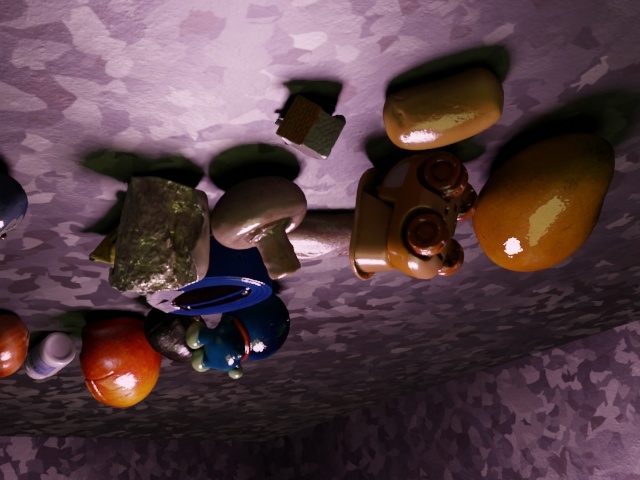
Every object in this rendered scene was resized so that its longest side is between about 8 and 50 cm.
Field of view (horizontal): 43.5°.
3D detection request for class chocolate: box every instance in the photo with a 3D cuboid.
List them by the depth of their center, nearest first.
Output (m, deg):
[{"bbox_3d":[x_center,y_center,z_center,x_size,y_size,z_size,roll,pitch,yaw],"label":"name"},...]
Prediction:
[{"bbox_3d":[0.001,0.001,1.895,0.262,0.083,0.161,-3,155,-11],"label":"chocolate"}]

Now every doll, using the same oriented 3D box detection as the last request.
[{"bbox_3d":[-0.665,-0.048,1.472,0.259,0.153,0.228,-4,-169,8],"label":"doll"},{"bbox_3d":[-0.204,0.249,2.190,0.186,0.198,0.322,10,-146,34],"label":"doll"}]

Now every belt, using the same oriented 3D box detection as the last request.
[{"bbox_3d":[-0.262,0.088,1.902,0.347,0.117,0.212,-16,151,37],"label":"belt"}]

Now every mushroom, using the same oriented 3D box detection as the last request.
[{"bbox_3d":[-0.128,-0.029,1.641,0.207,0.209,0.206,6,174,1],"label":"mushroom"}]

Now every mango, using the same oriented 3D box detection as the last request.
[{"bbox_3d":[0.473,-0.083,1.707,0.264,0.221,0.378,3,144,-19],"label":"mango"}]

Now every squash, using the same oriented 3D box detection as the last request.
[{"bbox_3d":[-0.397,0.253,2.218,0.156,0.193,0.193,-36,159,-9],"label":"squash"}]

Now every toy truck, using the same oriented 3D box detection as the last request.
[{"bbox_3d":[0.193,-0.046,1.645,0.212,0.287,0.204,10,166,24],"label":"toy truck"}]

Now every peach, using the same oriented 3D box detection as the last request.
[{"bbox_3d":[-0.578,0.329,2.297,0.245,0.249,0.274,-40,146,-14],"label":"peach"}]

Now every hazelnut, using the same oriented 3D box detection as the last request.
[{"bbox_3d":[-0.872,0.277,2.152,0.182,0.182,0.182,-7,157,-3],"label":"hazelnut"}]

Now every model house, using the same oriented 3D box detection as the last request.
[{"bbox_3d":[-0.026,-0.203,1.428,0.100,0.087,0.101,28,177,-19],"label":"model house"}]

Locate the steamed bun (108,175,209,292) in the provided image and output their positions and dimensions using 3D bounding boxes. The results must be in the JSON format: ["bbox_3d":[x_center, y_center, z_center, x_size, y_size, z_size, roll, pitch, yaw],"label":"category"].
[{"bbox_3d":[-0.304,-0.013,1.583,0.200,0.225,0.170,-4,-172,-45],"label":"steamed bun"}]

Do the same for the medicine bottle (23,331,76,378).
[{"bbox_3d":[-0.811,0.347,2.394,0.103,0.102,0.187,10,151,-37],"label":"medicine bottle"}]

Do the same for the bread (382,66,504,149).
[{"bbox_3d":[0.222,-0.224,1.434,0.217,0.098,0.147,-15,160,18],"label":"bread"}]

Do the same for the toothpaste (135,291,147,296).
[{"bbox_3d":[-0.456,0.132,2.109,0.049,0.031,0.204,-13,159,17],"label":"toothpaste"}]

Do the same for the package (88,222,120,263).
[{"bbox_3d":[-0.392,0.003,1.755,0.168,0.090,0.226,6,156,-38],"label":"package"}]
